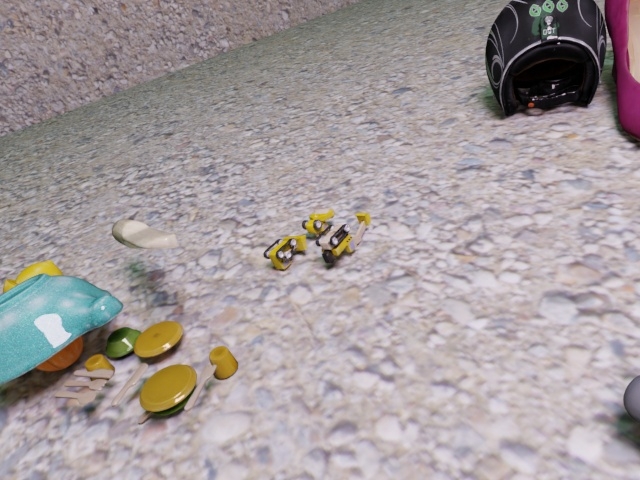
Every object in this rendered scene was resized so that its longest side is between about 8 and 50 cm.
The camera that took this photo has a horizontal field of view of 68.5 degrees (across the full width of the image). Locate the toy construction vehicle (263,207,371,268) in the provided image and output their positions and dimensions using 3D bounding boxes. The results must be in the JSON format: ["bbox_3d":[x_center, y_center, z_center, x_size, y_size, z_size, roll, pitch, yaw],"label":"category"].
[{"bbox_3d":[0.000,0.000,0.513,0.085,0.035,0.098,-4,30,40],"label":"toy construction vehicle"}]

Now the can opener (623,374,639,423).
[{"bbox_3d":[0.249,0.116,0.154,0.074,0.093,0.280,-60,34,7],"label":"can opener"}]

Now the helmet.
[{"bbox_3d":[0.312,-0.266,0.660,0.169,0.169,0.162,-3,52,21],"label":"helmet"}]

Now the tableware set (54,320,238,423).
[{"bbox_3d":[-0.147,0.112,0.418,0.154,0.024,0.104,-4,31,22],"label":"tableware set"}]

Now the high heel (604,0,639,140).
[{"bbox_3d":[0.402,-0.235,0.533,0.127,0.181,0.377,-7,33,16],"label":"high heel"}]

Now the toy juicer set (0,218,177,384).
[{"bbox_3d":[-0.275,0.074,0.486,0.329,0.090,0.209,-30,20,-4],"label":"toy juicer set"}]
